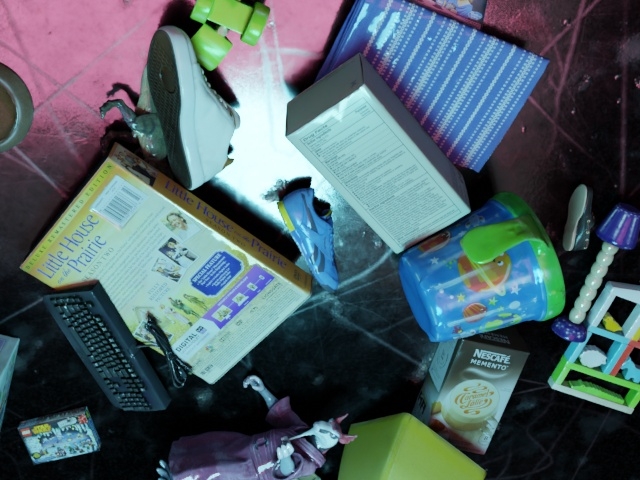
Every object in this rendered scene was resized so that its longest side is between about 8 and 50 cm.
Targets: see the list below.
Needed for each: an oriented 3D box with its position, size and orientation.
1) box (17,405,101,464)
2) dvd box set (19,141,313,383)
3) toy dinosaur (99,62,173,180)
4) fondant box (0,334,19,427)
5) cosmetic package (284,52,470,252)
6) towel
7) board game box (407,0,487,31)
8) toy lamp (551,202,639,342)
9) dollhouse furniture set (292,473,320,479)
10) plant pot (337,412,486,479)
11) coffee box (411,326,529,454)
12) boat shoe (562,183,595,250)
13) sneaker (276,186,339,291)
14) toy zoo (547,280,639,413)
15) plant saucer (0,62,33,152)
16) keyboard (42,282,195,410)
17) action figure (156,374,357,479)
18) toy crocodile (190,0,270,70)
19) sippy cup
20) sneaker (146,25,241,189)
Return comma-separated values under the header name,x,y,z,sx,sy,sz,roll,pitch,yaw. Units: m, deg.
name,x,y,z,sx,sy,sz,roll,pitch,yaw
box,-0.513,0.385,1.772,0.137,0.027,0.093,-13,115,2
dvd box set,-0.269,0.056,1.582,0.420,0.062,0.307,35,121,-19
toy dinosaur,-0.306,-0.192,1.494,0.118,0.064,0.268,-8,118,-18
fondant box,-0.647,0.361,1.633,0.096,0.238,0.330,16,113,-11
cosmetic package,0.097,-0.137,1.490,0.160,0.113,0.309,-30,123,22
towel,0.172,-0.261,1.490,0.336,0.040,0.243,18,126,-15
board game box,0.200,-0.454,1.411,0.194,0.060,0.194,18,112,-13
toy lamp,0.519,0.060,1.676,0.080,0.080,0.274,12,116,-10
dollhouse furniture set,0.043,0.527,1.869,0.161,0.182,0.101,-29,146,-39
plant pot,0.150,0.478,1.723,0.212,0.187,0.212,38,149,-14
coffee box,0.286,0.280,1.749,0.141,0.098,0.246,12,114,-10
boat shoe,0.476,-0.042,1.640,0.042,0.049,0.133,-2,118,-10
sneaker,0.000,0.000,1.608,0.082,0.069,0.209,-26,115,3
toy zoo,0.602,0.197,1.773,0.192,0.030,0.293,20,113,-13
plant saucer,-0.561,-0.217,1.479,0.169,0.029,0.168,-2,117,-4
keyboard,-0.356,0.202,1.645,0.202,0.033,0.317,-10,128,17
action figure,-0.106,0.425,1.705,0.370,0.248,0.275,-13,117,5
toy crocodile,-0.116,-0.419,1.388,0.115,0.105,0.340,21,108,-15
sippy cup,0.263,0.062,1.548,0.224,0.240,0.305,-22,124,-6
sneaker,-0.198,-0.227,1.454,0.123,0.106,0.290,-30,140,-27
